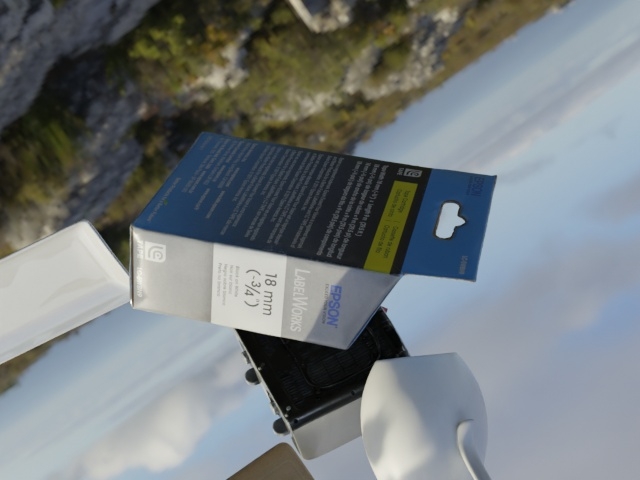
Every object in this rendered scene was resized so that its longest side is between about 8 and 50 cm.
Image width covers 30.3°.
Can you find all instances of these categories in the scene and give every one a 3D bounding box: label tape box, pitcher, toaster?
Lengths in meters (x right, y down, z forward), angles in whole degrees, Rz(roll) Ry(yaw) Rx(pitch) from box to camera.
[{"bbox_3d":[0.000,0.000,1.219,0.241,0.333,0.106,-65,163,-59],"label":"label tape box"},{"bbox_3d":[0.121,0.214,1.153,0.125,0.207,0.177,-2,172,-33],"label":"pitcher"},{"bbox_3d":[0.009,0.134,1.349,0.185,0.168,0.110,-25,145,-13],"label":"toaster"}]

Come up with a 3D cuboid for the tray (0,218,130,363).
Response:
[{"bbox_3d":[-0.370,0.071,1.448,0.270,0.145,0.030,-26,-140,6],"label":"tray"}]

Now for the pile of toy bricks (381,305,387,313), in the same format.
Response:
[{"bbox_3d":[-0.017,0.113,1.619,0.118,0.212,0.105,141,-30,-75],"label":"pile of toy bricks"}]

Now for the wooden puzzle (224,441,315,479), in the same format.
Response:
[{"bbox_3d":[-0.090,0.487,1.582,0.322,0.348,0.080,-33,143,-9],"label":"wooden puzzle"}]
